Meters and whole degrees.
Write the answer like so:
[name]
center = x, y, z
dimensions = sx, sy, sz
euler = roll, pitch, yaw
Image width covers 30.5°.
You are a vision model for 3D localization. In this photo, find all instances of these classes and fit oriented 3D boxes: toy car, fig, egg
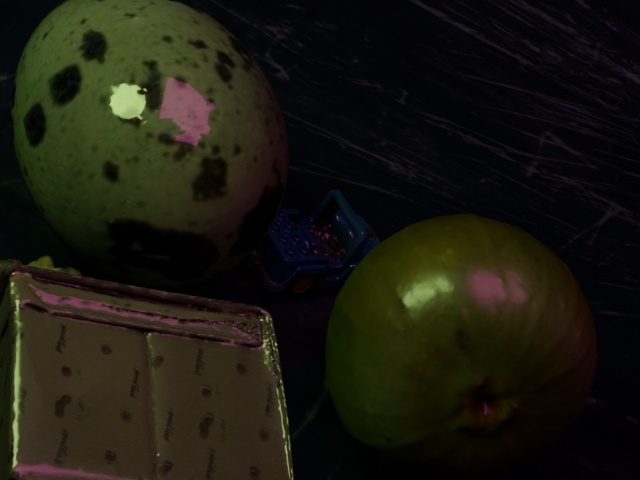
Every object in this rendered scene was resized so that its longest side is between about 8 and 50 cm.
[toy car]
center = 0.000, 0.000, 1.426
dimensions = 0.191, 0.100, 0.097
euler = -2, 48, -39
[fig]
center = 0.149, 0.106, 1.297
dimensions = 0.316, 0.316, 0.316
euler = 18, 43, -17
[egg]
center = -0.189, -0.122, 1.281
dimensions = 0.287, 0.287, 0.379
euler = -4, 56, -35

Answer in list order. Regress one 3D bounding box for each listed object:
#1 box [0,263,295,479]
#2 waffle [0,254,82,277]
[box]
center = -0.186, 0.195, 0.971
dimensions = 0.225, 0.297, 0.190
euler = 11, 48, -24
[waffle]
center = -0.369, 0.049, 1.036
dimensions = 0.297, 0.317, 0.073
euler = -1, 86, -25
